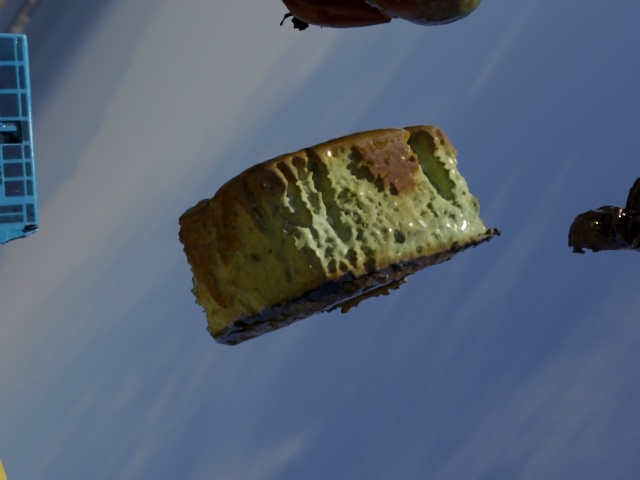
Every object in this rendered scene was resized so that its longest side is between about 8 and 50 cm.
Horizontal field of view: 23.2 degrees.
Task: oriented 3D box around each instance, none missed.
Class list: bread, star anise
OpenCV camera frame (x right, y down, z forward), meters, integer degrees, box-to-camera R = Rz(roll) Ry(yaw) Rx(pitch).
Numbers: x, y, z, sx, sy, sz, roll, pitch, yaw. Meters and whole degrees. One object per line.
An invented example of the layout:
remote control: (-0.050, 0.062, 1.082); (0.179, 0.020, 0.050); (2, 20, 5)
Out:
bread: (0.000, 0.000, 0.727); (0.140, 0.069, 0.128); (-17, 172, -39)
star anise: (0.304, -0.023, 1.410); (0.190, 0.097, 0.070); (-10, -105, 44)

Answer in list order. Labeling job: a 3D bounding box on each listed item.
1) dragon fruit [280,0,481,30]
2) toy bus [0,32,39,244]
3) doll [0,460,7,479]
dragon fruit: (0.015, -0.237, 0.831); (0.130, 0.295, 0.268); (58, 31, -65)
toy bus: (-0.296, -0.082, 1.312); (0.090, 0.106, 0.185); (-1, -86, 37)
doll: (-0.194, 0.105, 0.594); (0.161, 0.423, 0.348); (-50, -152, -4)
